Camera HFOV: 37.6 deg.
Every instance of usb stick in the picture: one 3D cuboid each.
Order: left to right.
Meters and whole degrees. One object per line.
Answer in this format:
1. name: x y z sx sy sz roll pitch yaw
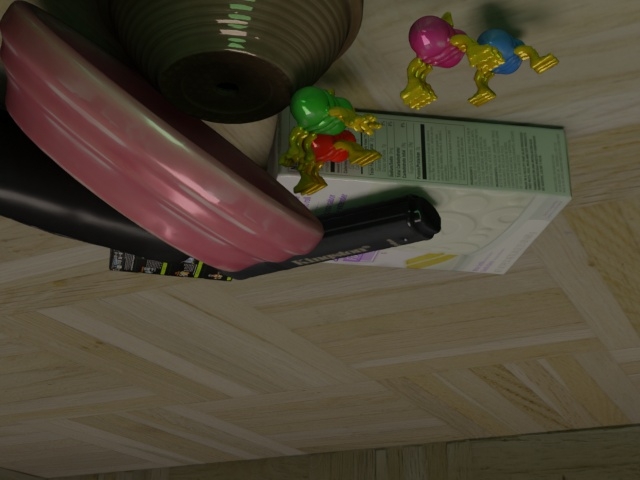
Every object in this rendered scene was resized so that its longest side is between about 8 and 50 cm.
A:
1. usb stick: 0.000 0.000 1.077 0.278 0.045 0.077 -13 152 27

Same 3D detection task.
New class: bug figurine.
1. bug figurine: 0.072 -0.136 0.866 0.279 0.072 0.216 -26 172 17

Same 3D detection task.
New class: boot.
1. boot: -0.307 -0.056 0.926 0.445 0.146 0.367 24 -174 -36

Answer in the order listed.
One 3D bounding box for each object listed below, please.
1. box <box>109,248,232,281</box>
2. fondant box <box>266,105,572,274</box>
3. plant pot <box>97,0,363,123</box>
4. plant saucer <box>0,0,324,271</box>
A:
1. box: -0.198 -0.002 1.312 0.184 0.045 0.190 4 155 -13
2. fondant box: 0.099 -0.051 1.133 0.330 0.096 0.238 5 156 -7
3. plant pot: -0.079 -0.179 0.830 0.237 0.109 0.237 -1 156 0
4. plant saucer: -0.148 -0.078 0.835 0.332 0.084 0.332 37 -176 -3
